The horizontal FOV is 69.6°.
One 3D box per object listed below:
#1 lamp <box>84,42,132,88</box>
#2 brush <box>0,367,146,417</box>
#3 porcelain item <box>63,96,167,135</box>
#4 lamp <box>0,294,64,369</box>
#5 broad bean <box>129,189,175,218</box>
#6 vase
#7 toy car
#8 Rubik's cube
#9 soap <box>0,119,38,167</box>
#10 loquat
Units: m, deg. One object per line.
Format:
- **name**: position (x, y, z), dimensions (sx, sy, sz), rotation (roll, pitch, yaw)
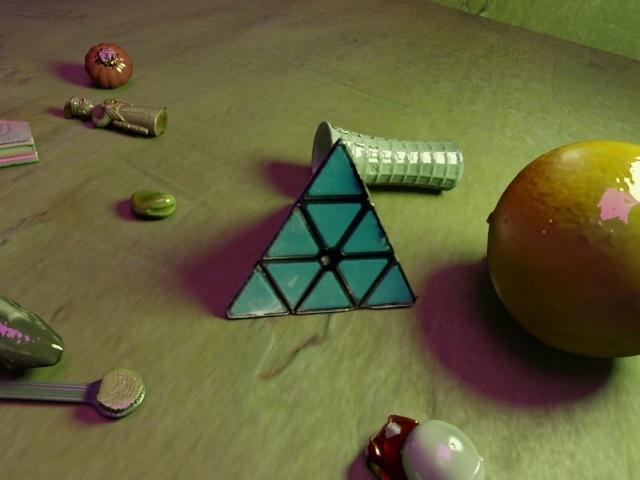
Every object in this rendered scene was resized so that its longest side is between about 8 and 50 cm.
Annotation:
- **lamp**: position (-0.510, -0.420, 1.111), dimensions (0.107, 0.092, 0.108), rotation (3, 78, -14)
- **brush**: position (-0.351, 0.179, 0.558), dimensions (0.266, 0.027, 0.062), rotation (5, 43, -8)
- **porcelain item**: position (-0.448, -0.276, 1.001), dimensions (0.213, 0.054, 0.084), rotation (10, 41, 0)
- **lamp**: position (-0.437, 0.103, 0.568), dimensions (0.250, 0.101, 0.101), rotation (20, 43, -3)
- **broad bean**: position (-0.300, -0.066, 0.820), dimensions (0.083, 0.045, 0.063), rotation (12, 41, 12)
- **vase**: position (0.143, -0.165, 0.959), dimensions (0.298, 0.143, 0.143), rotation (0, 44, -17)
- **toy car**: position (0.126, 0.253, 0.525), dimensions (0.139, 0.112, 0.112), rotation (37, 49, 24)
- **Rubik's cube**: position (0.002, 0.000, 0.743), dimensions (0.228, 0.233, 0.229), rotation (13, 69, -58)
- **soap**: position (-0.620, -0.180, 0.858), dimensions (0.149, 0.056, 0.100), rotation (-17, 47, -28)
- **loquat**: position (0.408, 0.012, 0.722), dimensions (0.328, 0.329, 0.359), rotation (-11, 4, -23)
